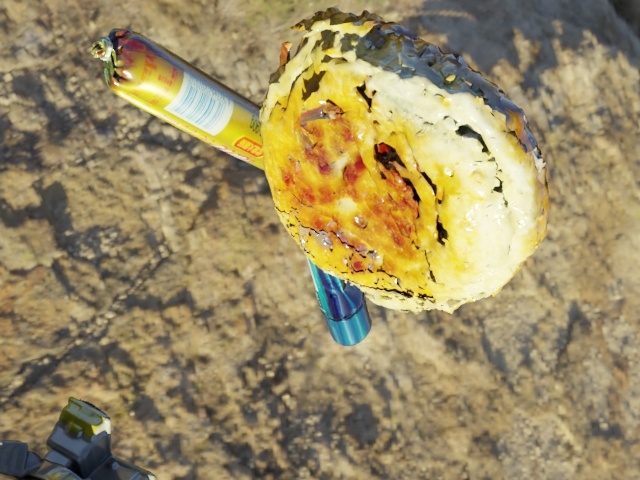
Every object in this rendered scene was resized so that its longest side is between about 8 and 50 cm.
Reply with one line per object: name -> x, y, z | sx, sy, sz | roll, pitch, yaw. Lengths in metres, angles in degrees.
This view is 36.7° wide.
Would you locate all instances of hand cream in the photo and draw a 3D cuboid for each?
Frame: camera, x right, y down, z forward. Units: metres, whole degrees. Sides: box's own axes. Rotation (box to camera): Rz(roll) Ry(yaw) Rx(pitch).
hand cream -> 0.000, 0.000, 1.168 | 0.120, 0.061, 0.270 | -86, 159, -59

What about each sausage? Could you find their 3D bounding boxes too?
sausage -> -0.130, -0.150, 1.091 | 0.371, 0.082, 0.082 | 22, 61, -60

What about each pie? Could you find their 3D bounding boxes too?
pie -> 0.062, -0.051, 0.808 | 0.085, 0.308, 0.308 | -38, 108, -33

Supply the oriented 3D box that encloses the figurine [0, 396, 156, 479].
figurine -> -0.388, 0.397, 1.380 | 0.342, 0.167, 0.285 | 40, 44, 7
